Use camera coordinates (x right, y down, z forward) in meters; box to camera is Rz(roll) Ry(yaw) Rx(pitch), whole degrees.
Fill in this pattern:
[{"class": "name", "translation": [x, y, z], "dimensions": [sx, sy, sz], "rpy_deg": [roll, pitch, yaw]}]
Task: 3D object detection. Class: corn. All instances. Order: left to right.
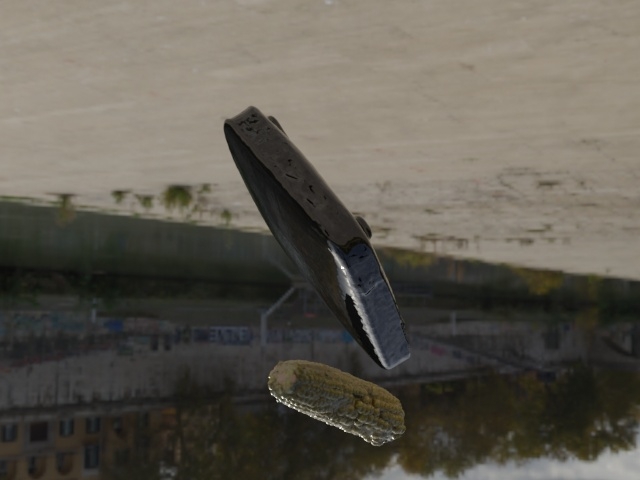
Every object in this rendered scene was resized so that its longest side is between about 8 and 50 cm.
[{"class": "corn", "translation": [0.035, 0.235, 1.249], "dimensions": [0.087, 0.086, 0.288], "rpy_deg": [-4, 155, 39]}]

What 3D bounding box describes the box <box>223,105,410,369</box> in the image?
[{"class": "box", "translation": [0.000, 0.000, 1.050], "dimensions": [0.073, 0.289, 0.290], "rpy_deg": [-34, 141, -8]}]
